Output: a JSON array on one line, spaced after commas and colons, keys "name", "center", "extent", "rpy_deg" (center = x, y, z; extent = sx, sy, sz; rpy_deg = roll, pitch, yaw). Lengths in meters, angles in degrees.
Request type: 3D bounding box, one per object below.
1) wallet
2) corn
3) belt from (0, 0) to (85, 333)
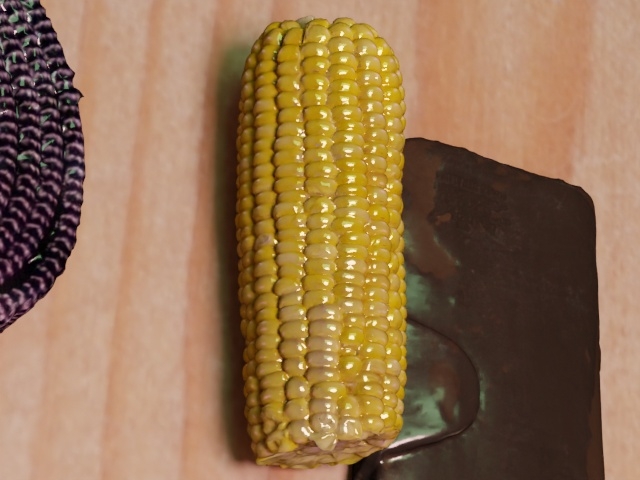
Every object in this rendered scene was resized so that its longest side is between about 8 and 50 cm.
[{"name": "wallet", "center": [0.095, 0.095, 0.970], "extent": [0.165, 0.042, 0.309], "rpy_deg": [17, 63, -28]}, {"name": "corn", "center": [0.000, 0.000, 0.916], "extent": [0.093, 0.093, 0.244], "rpy_deg": [11, 69, -28]}, {"name": "belt", "center": [-0.254, -0.076, 0.773], "extent": [0.325, 0.122, 0.260], "rpy_deg": [49, 46, -9]}]
